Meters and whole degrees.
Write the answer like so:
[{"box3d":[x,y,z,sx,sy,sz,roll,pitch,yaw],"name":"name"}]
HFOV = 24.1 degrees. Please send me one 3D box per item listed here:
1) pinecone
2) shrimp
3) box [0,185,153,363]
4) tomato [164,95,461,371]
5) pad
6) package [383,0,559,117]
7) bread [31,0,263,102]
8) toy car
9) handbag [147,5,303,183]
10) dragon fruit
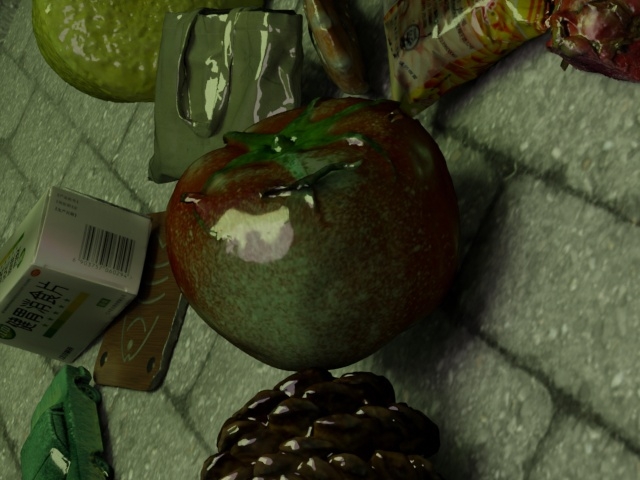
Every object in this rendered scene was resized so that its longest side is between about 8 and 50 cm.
[{"box3d":[0.011,0.227,1.384,0.243,0.243,0.257,-36,20,48],"name":"pinecone"},{"box3d":[0.004,-0.296,1.896,0.062,0.164,0.317,-20,34,5],"name":"shrimp"},{"box3d":[-0.412,0.060,2.361,0.333,0.173,0.145,-40,35,53],"name":"box"},{"box3d":[0.000,0.000,1.508,0.303,0.239,0.303,-18,22,7],"name":"tomato"},{"box3d":[-0.256,0.087,2.248,0.286,0.018,0.284,-5,66,63],"name":"pad"},{"box3d":[0.155,-0.257,1.615,0.288,0.108,0.223,-36,41,43],"name":"package"},{"box3d":[-0.278,-0.373,2.313,0.308,0.348,0.348,178,112,-74],"name":"bread"},{"box3d":[-0.380,0.316,2.210,0.141,0.097,0.320,-56,28,21],"name":"toy car"},{"box3d":[-0.126,-0.187,2.010,0.316,0.109,0.253,11,100,51],"name":"handbag"},{"box3d":[0.252,-0.207,1.399,0.102,0.096,0.147,-68,24,7],"name":"dragon fruit"}]
